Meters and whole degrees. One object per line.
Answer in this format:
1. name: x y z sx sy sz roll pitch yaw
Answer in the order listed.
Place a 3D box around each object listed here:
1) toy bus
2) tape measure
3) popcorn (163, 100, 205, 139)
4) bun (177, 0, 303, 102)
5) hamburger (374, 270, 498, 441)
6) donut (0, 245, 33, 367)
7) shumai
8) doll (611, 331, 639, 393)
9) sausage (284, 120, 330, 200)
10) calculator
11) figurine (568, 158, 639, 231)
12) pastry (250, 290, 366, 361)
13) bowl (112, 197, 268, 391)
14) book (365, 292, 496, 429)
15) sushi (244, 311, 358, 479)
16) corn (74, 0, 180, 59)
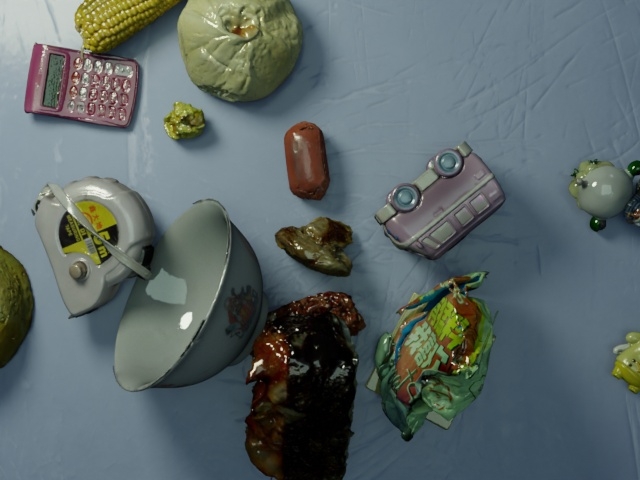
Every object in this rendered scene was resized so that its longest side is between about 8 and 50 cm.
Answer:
1. toy bus: 0.201 -0.060 1.833 0.202 0.142 0.142 -39 90 -1
2. tape measure: -0.381 -0.007 1.838 0.197 0.120 0.236 -21 90 13
3. popcorn: -0.239 -0.205 1.873 0.083 0.068 0.059 -6 46 22
4. bun: -0.137 -0.346 1.833 0.221 0.134 0.220 0 89 0
5. hamburger: 0.214 0.199 1.799 0.151 0.260 0.276 23 125 -22
6. donut: -0.639 0.123 1.850 0.272 0.107 0.272 0 91 2
7. shumai: -0.011 0.005 1.848 0.139 0.123 0.105 4 79 13
8. doll: 0.582 0.190 1.876 0.106 0.062 0.162 40 89 -5
9. sausage: -0.024 -0.138 1.867 0.076 0.076 0.141 -5 90 0
10. calculator: -0.418 -0.270 1.885 0.191 0.034 0.126 9 89 -6
11. figurine: 0.524 -0.071 1.864 0.197 0.093 0.147 27 112 -8
12. pastry: -0.032 0.151 1.853 0.209 0.115 0.097 -23 78 2
13. bowl: -0.190 0.117 1.781 0.157 0.345 0.345 29 90 -28
14. book: 0.196 0.213 1.898 0.168 0.013 0.192 28 90 0
15. sushi: -0.036 0.265 1.776 0.182 0.196 0.343 5 128 -3
16. corn: -0.305 -0.429 1.851 0.310 0.101 0.101 -37 90 0
